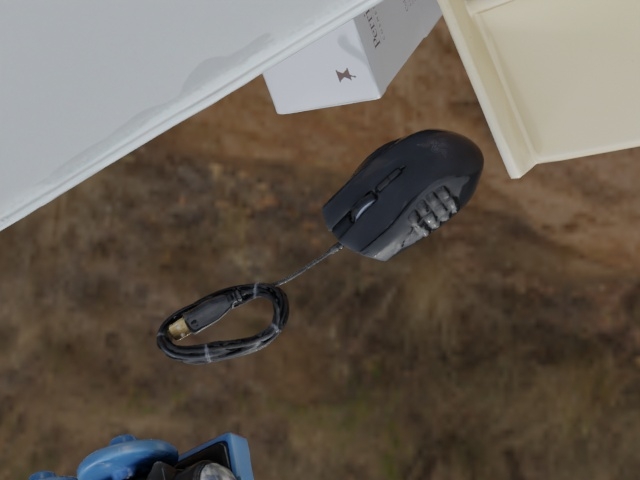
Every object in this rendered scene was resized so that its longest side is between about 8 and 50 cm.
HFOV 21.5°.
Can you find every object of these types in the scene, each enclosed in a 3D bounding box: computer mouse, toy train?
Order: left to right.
[{"bbox_3d":[-0.091,0.142,0.728,0.184,0.080,0.105,-30,150,29],"label":"toy train"},{"bbox_3d":[0.000,0.000,1.062,0.242,0.071,0.041,-35,148,-12],"label":"computer mouse"}]

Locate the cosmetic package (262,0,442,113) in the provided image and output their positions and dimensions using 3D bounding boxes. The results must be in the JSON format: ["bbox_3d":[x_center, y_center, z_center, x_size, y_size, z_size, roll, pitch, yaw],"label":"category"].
[{"bbox_3d":[-0.004,-0.325,1.242,0.097,0.284,0.377,-8,117,26],"label":"cosmetic package"}]

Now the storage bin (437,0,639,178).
[{"bbox_3d":[0.114,-0.197,0.579,0.123,0.262,0.260,-10,116,32],"label":"storage bin"}]

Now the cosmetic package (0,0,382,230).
[{"bbox_3d":[-0.142,-0.277,0.911,0.327,0.329,0.393,-30,105,17],"label":"cosmetic package"}]
